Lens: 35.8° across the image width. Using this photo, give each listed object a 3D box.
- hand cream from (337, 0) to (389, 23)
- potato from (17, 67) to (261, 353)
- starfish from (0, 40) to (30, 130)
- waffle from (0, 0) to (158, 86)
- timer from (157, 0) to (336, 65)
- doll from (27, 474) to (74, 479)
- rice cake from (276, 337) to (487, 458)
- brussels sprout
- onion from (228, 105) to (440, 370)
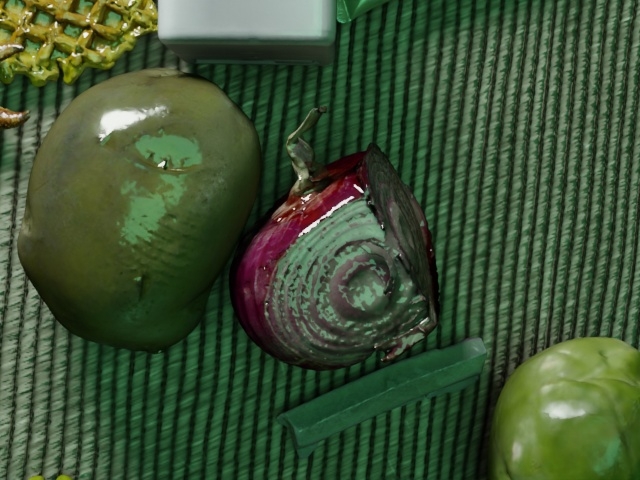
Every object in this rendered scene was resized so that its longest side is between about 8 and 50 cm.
[{"bbox_3d":[0.140,-0.386,1.255,0.306,0.093,0.147,-19,93,-11],"label":"hand cream"},{"bbox_3d":[-0.207,-0.041,1.119,0.243,0.221,0.326,26,92,-14],"label":"potato"},{"bbox_3d":[-0.447,-0.169,1.132,0.228,0.043,0.240,-1,104,2],"label":"starfish"},{"bbox_3d":[-0.312,-0.311,1.165,0.254,0.052,0.245,-26,101,-10],"label":"waffle"},{"bbox_3d":[-0.077,-0.308,1.134,0.193,0.194,0.194,1,94,1],"label":"timer"},{"bbox_3d":[-0.253,0.454,1.199,0.346,0.099,0.341,34,83,-11],"label":"doll"},{"bbox_3d":[0.085,0.203,1.301,0.290,0.051,0.081,-21,132,-12],"label":"rice cake"},{"bbox_3d":[0.351,0.260,1.267,0.317,0.243,0.273,-30,106,-14],"label":"brussels sprout"},{"bbox_3d":[0.008,0.027,1.169,0.230,0.256,0.272,-30,81,17],"label":"onion"}]
